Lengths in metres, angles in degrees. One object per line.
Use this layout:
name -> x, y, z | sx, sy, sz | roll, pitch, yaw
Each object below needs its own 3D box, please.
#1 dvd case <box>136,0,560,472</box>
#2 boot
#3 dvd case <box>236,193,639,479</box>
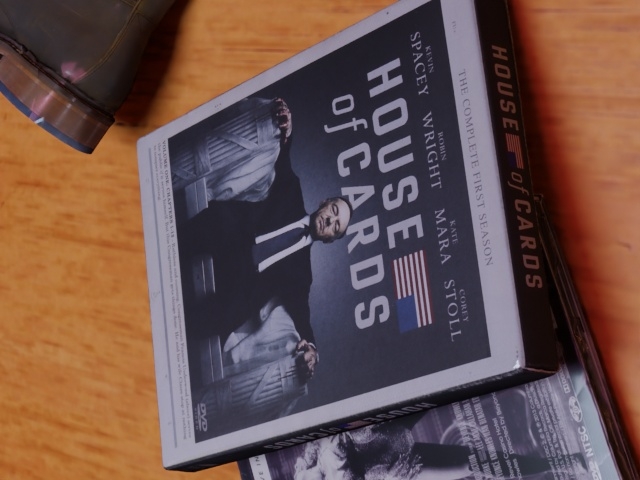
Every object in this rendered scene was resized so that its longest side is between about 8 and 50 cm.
dvd case -> 0.000, 0.000, 0.702 | 0.238, 0.029, 0.179 | -22, 67, 44
boot -> -0.156, -0.144, 0.850 | 0.106, 0.082, 0.219 | -52, 52, 7
dvd case -> 0.042, 0.096, 0.693 | 0.221, 0.018, 0.165 | -29, 72, 41
